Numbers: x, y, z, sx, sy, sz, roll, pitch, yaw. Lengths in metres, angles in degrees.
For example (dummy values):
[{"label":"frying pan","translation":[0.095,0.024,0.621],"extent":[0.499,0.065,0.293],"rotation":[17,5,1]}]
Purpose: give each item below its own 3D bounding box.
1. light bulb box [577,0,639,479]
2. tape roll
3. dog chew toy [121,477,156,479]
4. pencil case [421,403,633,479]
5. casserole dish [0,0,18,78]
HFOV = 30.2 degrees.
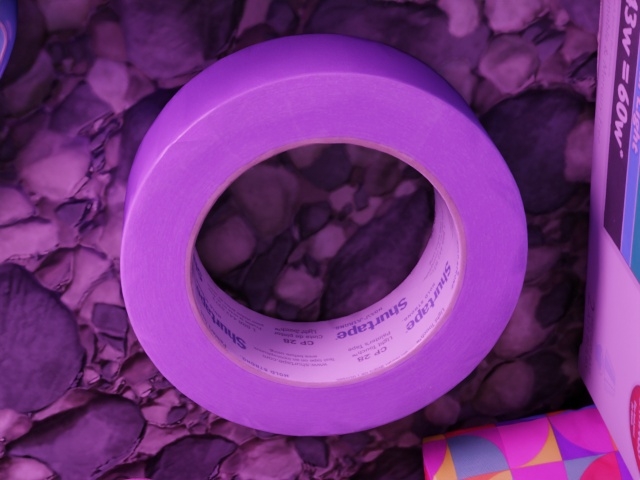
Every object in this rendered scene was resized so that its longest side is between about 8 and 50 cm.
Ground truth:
[{"label":"light bulb box","translation":[0.381,-0.015,0.794],"extent":[0.361,0.225,0.357],"rotation":[-5,118,-4]},{"label":"tape roll","translation":[0.000,0.000,0.830],"extent":[0.275,0.090,0.274],"rotation":[-3,117,-6]},{"label":"dog chew toy","translation":[-0.057,0.292,0.917],"extent":[0.332,0.206,0.206],"rotation":[29,110,-11]},{"label":"pencil case","translation":[0.193,0.187,0.942],"extent":[0.237,0.104,0.104],"rotation":[-13,117,0]},{"label":"casserole dish","translation":[-0.261,-0.098,0.753],"extent":[0.114,0.037,0.188],"rotation":[12,118,-41]}]
